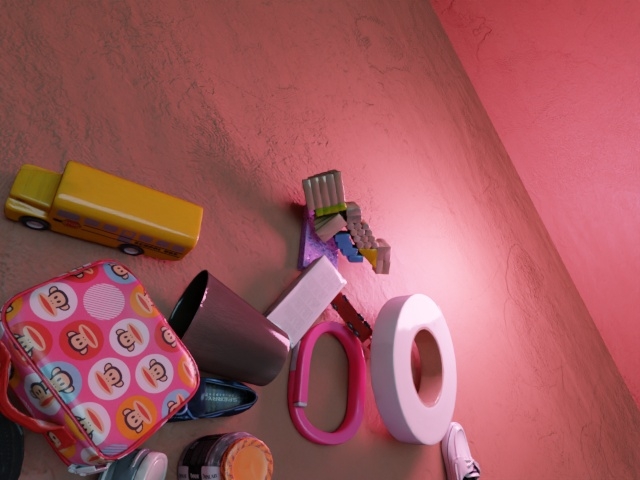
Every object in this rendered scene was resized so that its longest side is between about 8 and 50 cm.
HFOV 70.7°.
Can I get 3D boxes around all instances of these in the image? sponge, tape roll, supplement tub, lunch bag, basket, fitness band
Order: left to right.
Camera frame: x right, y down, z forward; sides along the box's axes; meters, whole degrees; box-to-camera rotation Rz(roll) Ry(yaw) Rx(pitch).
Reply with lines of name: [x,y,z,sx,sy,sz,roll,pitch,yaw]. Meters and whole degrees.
lunch bag: [-0.357,0.193,0.703,0.293,0.120,0.258,57,31,-1]
supplement tub: [-0.173,0.412,0.820,0.117,0.190,0.117,17,59,-31]
basket: [-0.190,0.200,0.946,0.227,0.154,0.204,34,46,-26]
sponge: [0.000,0.000,1.272,0.117,0.031,0.210,22,56,-29]
fitness band: [0.023,0.343,1.106,0.209,0.054,0.291,24,56,-29]
tape roll: [0.260,0.336,1.211,0.392,0.072,0.392,22,61,-49]

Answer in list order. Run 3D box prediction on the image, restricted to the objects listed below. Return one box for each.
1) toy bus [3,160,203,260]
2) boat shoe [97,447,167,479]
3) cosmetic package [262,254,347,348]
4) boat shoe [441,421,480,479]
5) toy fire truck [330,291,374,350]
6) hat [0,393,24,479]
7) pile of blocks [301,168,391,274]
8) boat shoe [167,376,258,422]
toy bus: [-0.418,-0.058,0.897,0.332,0.130,0.108,20,57,-30]
boat shoe: [-0.356,0.496,0.718,0.099,0.116,0.319,11,60,12]
cosmetic package: [-0.042,0.151,1.125,0.099,0.060,0.239,50,55,-8]
boat shoe: [0.400,0.636,1.240,0.095,0.084,0.258,16,60,-32]
toy fire truck: [0.103,0.225,1.204,0.047,0.135,0.192,-40,73,-2]
hat: [-0.572,0.318,0.591,0.331,0.134,0.331,11,66,-27]
pile of blocks: [0.065,-0.044,1.272,0.362,0.149,0.112,53,3,-18]
boat shoe: [-0.245,0.299,0.888,0.258,0.089,0.109,6,65,-37]
